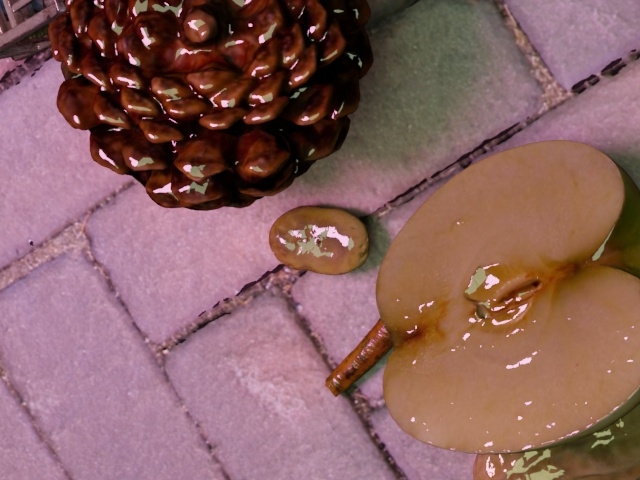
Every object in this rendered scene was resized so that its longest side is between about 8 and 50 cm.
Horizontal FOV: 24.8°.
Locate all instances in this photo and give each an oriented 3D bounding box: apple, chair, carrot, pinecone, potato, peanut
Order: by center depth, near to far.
[{"bbox_3d":[0.238,0.076,1.749,0.360,0.320,0.312,-25,103,28],"label":"apple"},{"bbox_3d":[-0.124,-0.226,1.779,0.397,0.398,0.398,2,99,15],"label":"pinecone"},{"bbox_3d":[0.332,0.252,1.833,0.313,0.152,0.152,-23,92,20],"label":"peanut"},{"bbox_3d":[-0.388,-0.325,1.902,0.270,0.147,0.136,-19,93,41],"label":"chair"},{"bbox_3d":[0.000,0.000,1.925,0.137,0.070,0.092,8,95,13],"label":"potato"},{"bbox_3d":[0.066,0.144,1.946,0.042,0.042,0.171,45,109,5],"label":"carrot"}]

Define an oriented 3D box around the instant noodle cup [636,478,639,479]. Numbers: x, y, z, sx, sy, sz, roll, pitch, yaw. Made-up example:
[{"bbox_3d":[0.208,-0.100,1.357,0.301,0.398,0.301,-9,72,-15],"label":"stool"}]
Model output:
[{"bbox_3d":[0.495,0.387,1.788,0.258,0.181,0.302,38,106,6],"label":"instant noodle cup"}]
